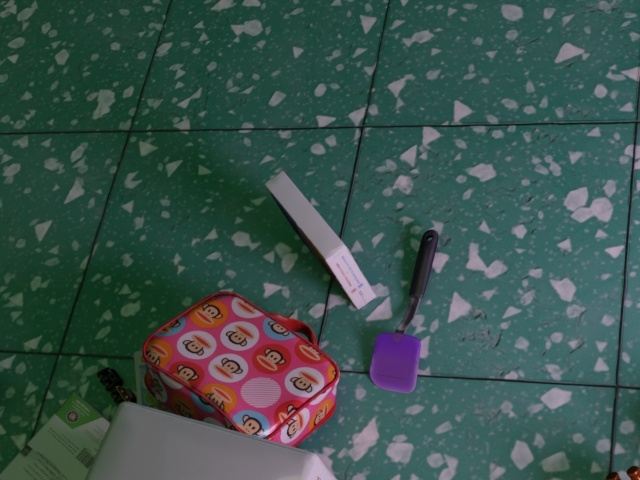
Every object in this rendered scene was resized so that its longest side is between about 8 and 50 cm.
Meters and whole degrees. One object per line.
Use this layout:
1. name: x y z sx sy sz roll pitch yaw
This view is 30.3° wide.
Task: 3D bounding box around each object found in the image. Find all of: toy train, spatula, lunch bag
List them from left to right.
1. toy train: -0.341 0.277 2.061 0.036 0.027 0.158 -33 53 -15
2. lunch bag: -0.118 0.211 1.928 0.293 0.120 0.258 34 52 27
3. spatula: 0.151 0.112 1.982 0.084 0.030 0.296 6 62 25

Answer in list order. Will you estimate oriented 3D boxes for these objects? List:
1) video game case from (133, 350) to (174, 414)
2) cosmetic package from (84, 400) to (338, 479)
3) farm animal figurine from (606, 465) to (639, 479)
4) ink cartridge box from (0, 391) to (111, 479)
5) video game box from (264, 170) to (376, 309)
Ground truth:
1. video game case: -0.213 0.268 1.993 0.194 0.023 0.212 -9 56 -3
2. cosmetic package: -0.168 0.495 1.678 0.328 0.329 0.393 11 65 25
3. farm animal figurine: 0.577 0.347 1.594 0.330 0.172 0.327 -33 13 -2
4. ink cartridge box: -0.422 0.393 1.976 0.160 0.092 0.219 33 75 31
5. video game box: 0.000 0.000 2.011 0.048 0.187 0.205 -38 54 -1
